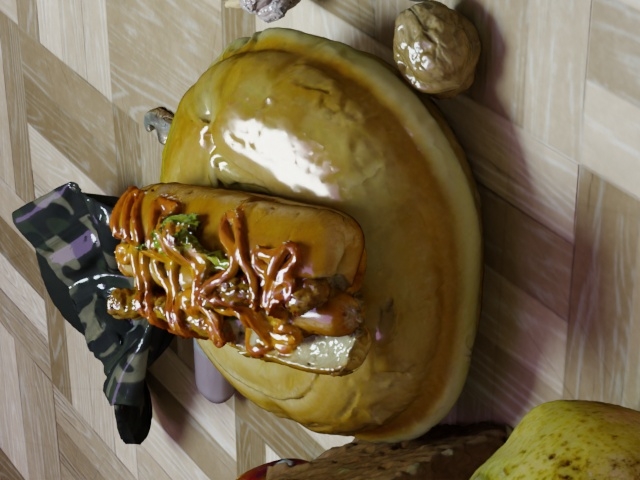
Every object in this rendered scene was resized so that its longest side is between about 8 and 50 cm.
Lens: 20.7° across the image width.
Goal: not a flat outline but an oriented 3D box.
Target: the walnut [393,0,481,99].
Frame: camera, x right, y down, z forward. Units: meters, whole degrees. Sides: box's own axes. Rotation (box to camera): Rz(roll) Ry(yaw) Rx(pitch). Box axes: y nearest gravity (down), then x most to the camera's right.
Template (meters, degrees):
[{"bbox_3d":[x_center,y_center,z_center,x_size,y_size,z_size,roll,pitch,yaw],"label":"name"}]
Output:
[{"bbox_3d":[0.110,-0.179,1.643,0.096,0.082,0.079,62,-177,31],"label":"walnut"}]

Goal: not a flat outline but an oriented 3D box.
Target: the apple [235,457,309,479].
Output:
[{"bbox_3d":[-0.061,0.368,2.160,0.199,0.199,0.199,39,137,48],"label":"apple"}]

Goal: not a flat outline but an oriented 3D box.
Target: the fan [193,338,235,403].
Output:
[{"bbox_3d":[-0.140,0.107,2.273,0.130,0.074,0.244,40,139,46],"label":"fan"}]

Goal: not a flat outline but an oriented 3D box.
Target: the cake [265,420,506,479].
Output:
[{"bbox_3d":[0.079,0.356,1.824,0.282,0.255,0.290,-12,99,61],"label":"cake"}]

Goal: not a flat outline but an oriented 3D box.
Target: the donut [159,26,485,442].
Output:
[{"bbox_3d":[0.000,0.000,1.785,0.449,0.198,0.449,25,126,40],"label":"donut"}]

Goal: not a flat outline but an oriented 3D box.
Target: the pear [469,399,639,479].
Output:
[{"bbox_3d":[0.239,0.265,1.506,0.271,0.271,0.271,39,137,48],"label":"pear"}]

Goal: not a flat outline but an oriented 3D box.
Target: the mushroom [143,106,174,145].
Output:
[{"bbox_3d":[-0.208,-0.150,2.312,0.101,0.019,0.049,23,126,57],"label":"mushroom"}]

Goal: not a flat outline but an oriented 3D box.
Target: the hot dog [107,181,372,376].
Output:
[{"bbox_3d":[-0.089,0.032,1.652,0.349,0.117,0.158,14,116,46],"label":"hot dog"}]

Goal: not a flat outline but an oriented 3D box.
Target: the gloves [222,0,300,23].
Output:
[{"bbox_3d":[-0.046,-0.296,1.846,0.094,0.110,0.144,27,148,-5],"label":"gloves"}]

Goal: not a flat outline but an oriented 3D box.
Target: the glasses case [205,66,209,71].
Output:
[{"bbox_3d":[-0.063,-0.039,2.043,0.144,0.076,0.336,35,134,51],"label":"glasses case"}]

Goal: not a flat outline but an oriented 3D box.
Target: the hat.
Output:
[{"bbox_3d":[-0.267,0.103,2.473,0.366,0.257,0.381,61,-172,26],"label":"hat"}]
